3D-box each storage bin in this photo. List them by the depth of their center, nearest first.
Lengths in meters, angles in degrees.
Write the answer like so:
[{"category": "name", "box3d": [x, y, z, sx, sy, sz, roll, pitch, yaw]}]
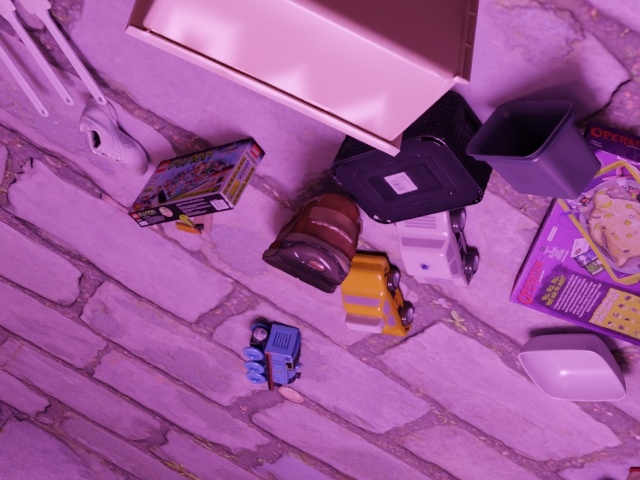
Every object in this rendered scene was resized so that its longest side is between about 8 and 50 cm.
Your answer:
[{"category": "storage bin", "box3d": [0.002, -0.256, 0.778, 0.262, 0.260, 0.123, 22, 149, -19]}, {"category": "storage bin", "box3d": [0.251, -0.102, 1.005, 0.091, 0.098, 0.135, 44, 168, -24]}, {"category": "storage bin", "box3d": [0.118, -0.101, 1.119, 0.180, 0.084, 0.122, -14, 131, 42]}]

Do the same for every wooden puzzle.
[{"category": "wooden puzzle", "box3d": [-0.216, -0.042, 1.474, 0.079, 0.014, 0.116, 18, 146, 9]}]

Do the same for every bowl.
[{"category": "bowl", "box3d": [0.394, 0.191, 1.370, 0.142, 0.053, 0.142, -9, 134, 39]}]

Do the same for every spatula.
[{"category": "spatula", "box3d": [-0.417, -0.284, 1.255, 0.168, 0.019, 0.242, -7, 130, 30]}]

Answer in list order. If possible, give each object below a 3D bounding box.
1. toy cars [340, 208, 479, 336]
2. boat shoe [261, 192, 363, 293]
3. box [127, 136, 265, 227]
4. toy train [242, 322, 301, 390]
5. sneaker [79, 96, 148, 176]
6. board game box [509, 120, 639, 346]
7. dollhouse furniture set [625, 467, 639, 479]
[{"category": "toy cars", "box3d": [0.119, 0.063, 1.338, 0.176, 0.087, 0.393, 29, 146, -7]}, {"category": "boat shoe", "box3d": [0.000, 0.000, 1.283, 0.123, 0.119, 0.324, 28, 171, -8]}, {"category": "box", "box3d": [-0.187, -0.084, 1.309, 0.207, 0.114, 0.036, -9, 133, 39]}, {"category": "toy train", "box3d": [-0.090, 0.229, 1.710, 0.105, 0.080, 0.184, 12, 145, 8]}, {"category": "sneaker", "box3d": [-0.322, -0.146, 1.358, 0.054, 0.061, 0.152, -2, 139, 32]}, {"category": "board game box", "box3d": [0.387, 0.008, 1.132, 0.208, 0.056, 0.346, 16, 146, 5]}, {"category": "dollhouse furniture set", "box3d": [0.637, 0.571, 1.689, 0.201, 0.152, 0.374, -14, 113, 44]}]
